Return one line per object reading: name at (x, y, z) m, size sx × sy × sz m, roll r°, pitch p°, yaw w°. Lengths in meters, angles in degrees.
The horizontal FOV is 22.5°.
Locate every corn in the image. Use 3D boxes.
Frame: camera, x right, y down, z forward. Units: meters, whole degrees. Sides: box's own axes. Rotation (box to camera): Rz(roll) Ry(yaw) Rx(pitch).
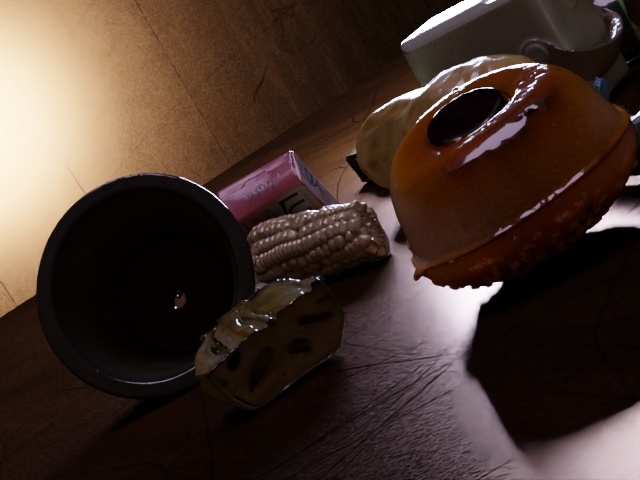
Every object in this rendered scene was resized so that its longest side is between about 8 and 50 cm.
corn at (0.000, 0.000, 1.792) m, size 0.211 × 0.087 × 0.087 m, roll -18°, pitch 15°, yaw 45°

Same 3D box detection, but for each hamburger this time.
hamburger at (0.161, -0.053, 1.349) m, size 0.237 × 0.147 × 0.237 m, roll -32°, pitch 21°, yaw 14°

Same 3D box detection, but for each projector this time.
projector at (0.246, -0.229, 1.965) m, size 0.242 × 0.177 × 0.163 m, roll -23°, pitch 13°, yaw 35°

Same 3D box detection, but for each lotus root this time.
lotus root at (-0.050, 0.095, 1.462) m, size 0.143 × 0.070 × 0.144 m, roll -38°, pitch 14°, yaw -10°

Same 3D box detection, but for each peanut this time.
peanut at (0.149, -0.131, 1.860) m, size 0.147 × 0.147 × 0.319 m, roll -36°, pitch 13°, yaw -35°

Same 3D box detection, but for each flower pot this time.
flower pot at (-0.170, 0.056, 1.723) m, size 0.235 × 0.235 × 0.148 m, roll -30°, pitch -12°, yaw 5°

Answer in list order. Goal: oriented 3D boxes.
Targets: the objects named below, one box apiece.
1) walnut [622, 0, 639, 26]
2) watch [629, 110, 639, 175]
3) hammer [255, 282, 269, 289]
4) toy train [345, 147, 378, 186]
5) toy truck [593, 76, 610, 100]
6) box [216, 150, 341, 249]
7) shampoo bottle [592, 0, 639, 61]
walnut at (0.422, -0.312, 1.707) m, size 0.248 × 0.248 × 0.248 m, roll -30°, pitch 9°, yaw 5°
watch at (0.297, -0.113, 1.494) m, size 0.276 × 0.068 × 0.274 m, roll -29°, pitch 9°, yaw 14°
hammer at (-0.088, 0.080, 1.812) m, size 0.083 × 0.031 × 0.052 m, roll -34°, pitch 5°, yaw 16°
toy train at (0.088, -0.116, 2.238) m, size 0.081 × 0.060 × 0.202 m, roll -38°, pitch 8°, yaw -11°
toy truck at (0.265, -0.130, 1.678) m, size 0.090 × 0.073 × 0.056 m, roll -31°, pitch 9°, yaw 2°
box at (-0.040, -0.029, 1.912) m, size 0.111 × 0.060 × 0.156 m, roll -30°, pitch -35°, yaw 12°
shampoo bottle at (0.406, -0.292, 2.040) m, size 0.284 × 0.101 × 0.101 m, roll -29°, pitch 9°, yaw 11°
